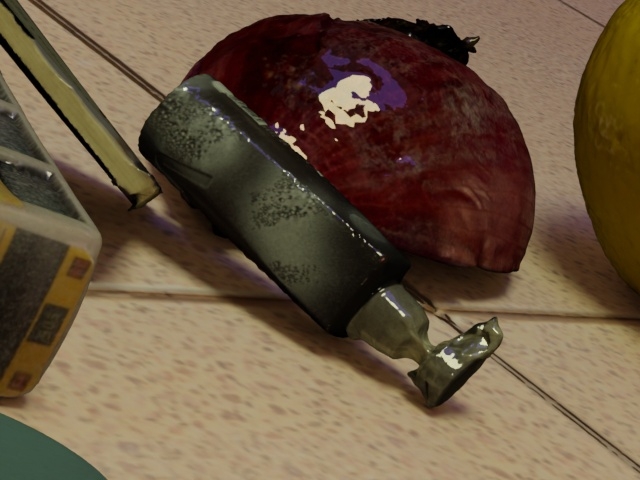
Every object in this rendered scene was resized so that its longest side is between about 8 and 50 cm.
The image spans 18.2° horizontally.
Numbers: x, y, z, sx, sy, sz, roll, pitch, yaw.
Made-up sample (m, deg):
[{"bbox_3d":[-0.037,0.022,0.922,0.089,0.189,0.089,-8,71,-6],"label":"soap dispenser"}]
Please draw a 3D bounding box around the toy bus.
[{"bbox_3d":[-0.204,-0.058,0.895,0.138,0.097,0.342,16,19,-29],"label":"toy bus"}]

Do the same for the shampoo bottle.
[{"bbox_3d":[-0.001,0.000,1.002,0.208,0.063,0.057,43,15,15],"label":"shampoo bottle"}]

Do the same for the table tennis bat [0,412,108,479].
[{"bbox_3d":[-0.097,0.101,0.671,0.244,0.040,0.153,20,18,1],"label":"table tennis bat"}]

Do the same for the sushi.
[{"bbox_3d":[0.050,-0.118,1.396,0.094,0.098,0.084,25,14,19],"label":"sushi"}]

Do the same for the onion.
[{"bbox_3d":[0.015,-0.065,1.166,0.227,0.120,0.283,25,17,20],"label":"onion"}]

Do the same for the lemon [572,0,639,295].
[{"bbox_3d":[0.296,-0.061,1.262,0.293,0.293,0.293,21,17,-7],"label":"lemon"}]

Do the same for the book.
[{"bbox_3d":[-0.158,-0.110,0.997,0.231,0.026,0.157,53,-3,-3],"label":"book"}]
